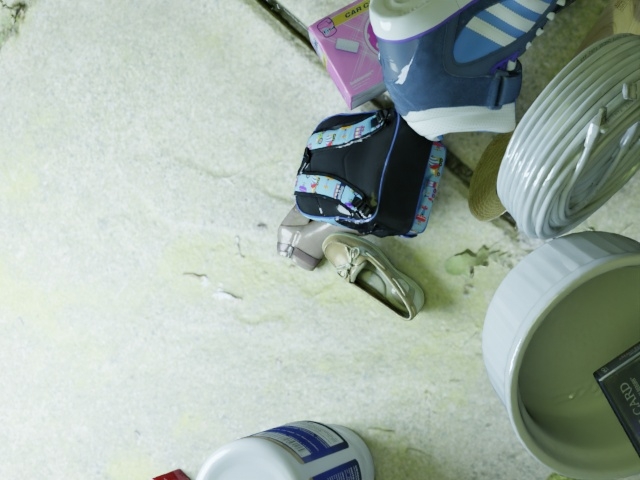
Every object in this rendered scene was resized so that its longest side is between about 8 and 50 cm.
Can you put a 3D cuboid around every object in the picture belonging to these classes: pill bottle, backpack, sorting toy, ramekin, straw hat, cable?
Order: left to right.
[{"bbox_3d":[-0.035,0.305,1.829,0.153,0.264,0.153,0,90,23],"label":"pill bottle"},{"bbox_3d":[0.053,-0.083,1.862,0.173,0.117,0.158,3,76,50],"label":"backpack"},{"bbox_3d":[0.249,-0.075,1.813,0.061,0.144,0.144,24,103,-24],"label":"straw hat"},{"bbox_3d":[0.301,-0.113,1.648,0.089,0.257,0.257,44,126,19],"label":"cable"},{"bbox_3d":[0.320,0.123,1.691,0.277,0.135,0.277,-6,113,-14],"label":"ramekin"},{"bbox_3d":[0.374,-0.204,1.768,0.132,0.046,0.275,37,110,17],"label":"sorting toy"}]

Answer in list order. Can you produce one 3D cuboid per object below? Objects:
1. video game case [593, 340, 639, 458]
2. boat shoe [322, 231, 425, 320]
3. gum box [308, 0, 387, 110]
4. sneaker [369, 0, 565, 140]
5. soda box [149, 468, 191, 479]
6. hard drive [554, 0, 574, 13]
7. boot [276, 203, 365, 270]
[{"bbox_3d":[0.460,0.145,1.653,0.274,0.026,0.196,-33,117,-1],"label":"video game case"},{"bbox_3d":[0.064,0.046,1.884,0.153,0.048,0.056,40,118,3],"label":"boat shoe"},{"bbox_3d":[0.093,-0.258,1.843,0.188,0.062,0.107,-29,80,-4],"label":"gum box"},{"bbox_3d":[0.221,-0.250,1.760,0.322,0.236,0.130,-30,40,-6],"label":"sneaker"},{"bbox_3d":[-0.138,0.426,1.970,0.263,0.083,0.092,39,104,16],"label":"soda box"},{"bbox_3d":[0.261,-0.405,1.808,0.172,0.054,0.255,-33,80,19],"label":"hard drive"},{"bbox_3d":[0.000,0.000,1.932,0.118,0.042,0.087,25,107,18],"label":"boot"}]
